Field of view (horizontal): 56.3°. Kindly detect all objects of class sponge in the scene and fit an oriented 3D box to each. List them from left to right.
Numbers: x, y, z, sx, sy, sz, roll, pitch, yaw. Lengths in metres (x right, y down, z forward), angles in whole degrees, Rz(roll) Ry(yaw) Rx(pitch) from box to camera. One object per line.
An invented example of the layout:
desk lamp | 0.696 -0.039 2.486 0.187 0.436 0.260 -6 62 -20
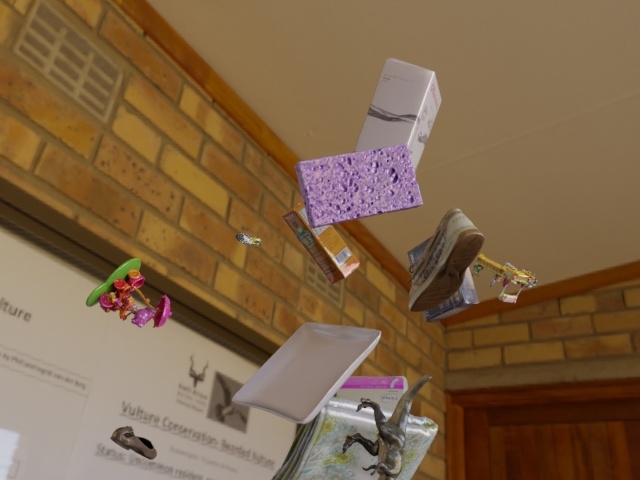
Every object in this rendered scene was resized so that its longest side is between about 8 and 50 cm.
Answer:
sponge | 0.069 -0.098 1.059 0.210 0.117 0.031 -12 -4 -16

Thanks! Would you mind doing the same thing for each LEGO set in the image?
LEGO set | 0.565 0.121 1.928 0.287 0.132 0.107 19 -72 -15

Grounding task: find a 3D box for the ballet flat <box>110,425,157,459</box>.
ballet flat | -0.538 0.593 1.765 0.084 0.058 0.250 25 -21 24

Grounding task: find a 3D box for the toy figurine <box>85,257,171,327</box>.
toy figurine | -0.439 0.151 1.430 0.159 0.173 0.130 39 -50 8

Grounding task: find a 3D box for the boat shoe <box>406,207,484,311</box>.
boat shoe | 0.264 0.053 1.316 0.104 0.089 0.285 -4 -40 -28

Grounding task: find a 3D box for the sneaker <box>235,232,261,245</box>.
sneaker | -0.218 0.001 1.780 0.083 0.031 0.035 19 -15 -28

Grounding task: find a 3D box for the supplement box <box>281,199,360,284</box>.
supplement box | 0.000 0.000 1.612 0.233 0.080 0.078 54 -37 -3

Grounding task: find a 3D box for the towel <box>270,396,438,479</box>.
towel | 0.089 0.578 1.566 0.374 0.090 0.321 19 -70 -23

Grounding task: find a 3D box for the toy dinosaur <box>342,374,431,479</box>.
toy dinosaur | 0.112 0.356 1.097 0.118 0.268 0.064 20 -28 5

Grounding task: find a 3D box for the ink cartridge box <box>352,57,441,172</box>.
ink cartridge box | 0.172 -0.241 1.374 0.117 0.283 0.207 20 1 16

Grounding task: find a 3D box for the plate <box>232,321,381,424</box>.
plate | -0.028 0.294 1.335 0.278 0.277 0.045 -3 -56 51

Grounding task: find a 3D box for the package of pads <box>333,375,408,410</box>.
package of pads | 0.134 0.548 1.896 0.296 0.229 0.101 -3 -48 9

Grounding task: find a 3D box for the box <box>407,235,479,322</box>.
box | 0.355 0.104 1.756 0.056 0.231 0.183 1 -24 -32
